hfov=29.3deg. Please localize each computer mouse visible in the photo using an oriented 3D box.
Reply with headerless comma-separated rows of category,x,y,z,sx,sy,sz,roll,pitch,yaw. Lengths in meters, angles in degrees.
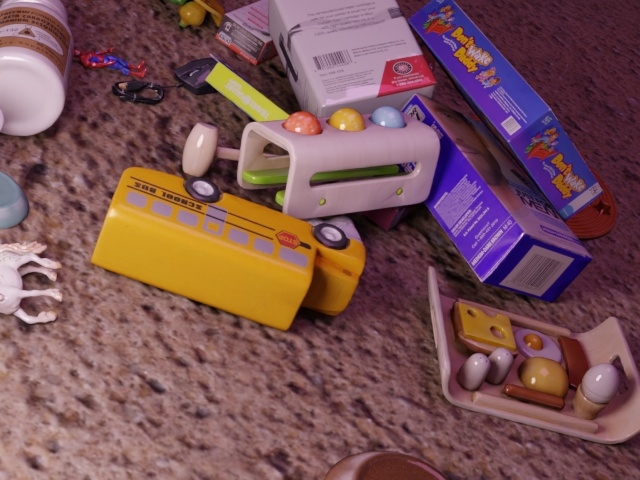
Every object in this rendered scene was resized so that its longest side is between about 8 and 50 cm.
computer mouse,-0.226,-0.256,1.921,0.071,0.041,0.242,43,37,22

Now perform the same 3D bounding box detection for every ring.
ring,0.376,-0.123,2.154,0.336,0.032,0.337,17,35,-12

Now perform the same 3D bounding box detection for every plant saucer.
plant saucer,0.097,0.306,1.380,0.198,0.036,0.199,18,35,-13
plant saucer,-0.424,-0.060,1.540,0.119,0.021,0.119,18,35,-13

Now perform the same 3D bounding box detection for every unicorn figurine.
unicorn figurine,-0.355,0.053,1.409,0.111,0.060,0.162,10,21,-22

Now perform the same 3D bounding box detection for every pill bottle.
pill bottle,-0.414,-0.260,1.718,0.131,0.131,0.229,15,35,-16

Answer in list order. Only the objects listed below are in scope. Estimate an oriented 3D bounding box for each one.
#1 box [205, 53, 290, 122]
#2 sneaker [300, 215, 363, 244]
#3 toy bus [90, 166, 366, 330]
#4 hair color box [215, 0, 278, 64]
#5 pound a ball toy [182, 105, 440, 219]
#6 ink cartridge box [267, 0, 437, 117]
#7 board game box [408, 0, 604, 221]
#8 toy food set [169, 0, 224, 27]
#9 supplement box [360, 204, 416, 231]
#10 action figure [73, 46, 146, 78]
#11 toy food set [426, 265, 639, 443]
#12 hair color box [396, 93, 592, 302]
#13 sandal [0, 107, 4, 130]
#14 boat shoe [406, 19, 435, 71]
box,-0.101,-0.213,1.903,0.178,0.042,0.109,40,4,20
sneaker,0.000,0.000,1.715,0.152,0.054,0.061,-4,47,-38
toy bus,-0.112,0.017,1.565,0.332,0.108,0.130,20,34,-9
hair color box,-0.098,-0.371,2.153,0.093,0.053,0.167,36,33,12
pound a ball toy,-0.012,-0.138,1.767,0.319,0.136,0.208,-8,29,-38
ink cartridge box,0.045,-0.307,2.005,0.197,0.114,0.273,-13,60,-14
board game box,0.291,-0.216,1.942,0.233,0.078,0.347,45,11,-46
toy food set,-0.255,-0.435,2.132,0.218,0.071,0.128,50,16,28
supplement box,0.109,-0.056,1.871,0.055,0.043,0.083,37,34,16
action figure,-0.329,-0.279,1.896,0.115,0.030,0.038,7,43,-23
toy food set,0.292,0.146,1.675,0.306,0.092,0.220,17,35,-15
hair color box,0.251,-0.068,1.891,0.185,0.110,0.339,16,30,-44
sandal,-0.515,-0.110,1.494,0.265,0.076,0.102,-18,75,-32
boat shoe,0.158,-0.317,2.198,0.104,0.111,0.307,25,34,-2
